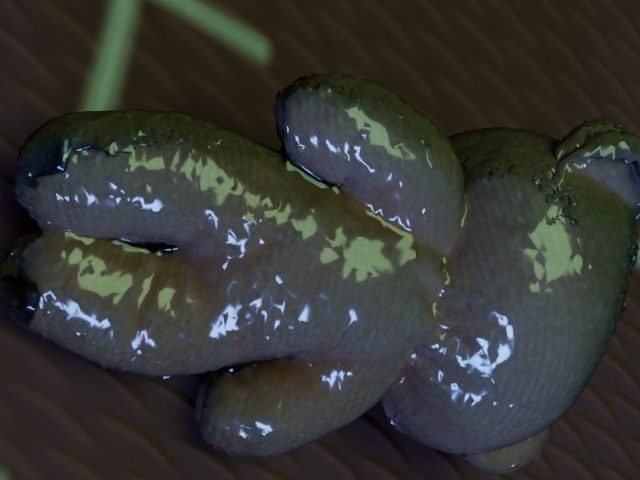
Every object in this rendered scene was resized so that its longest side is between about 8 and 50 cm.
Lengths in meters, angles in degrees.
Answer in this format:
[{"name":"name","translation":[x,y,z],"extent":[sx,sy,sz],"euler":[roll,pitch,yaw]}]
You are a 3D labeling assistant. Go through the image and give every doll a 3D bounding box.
[{"name":"doll","translation":[0.000,0.000,0.719],"extent":[0.303,0.156,0.201],"euler":[13,116,-17]}]
